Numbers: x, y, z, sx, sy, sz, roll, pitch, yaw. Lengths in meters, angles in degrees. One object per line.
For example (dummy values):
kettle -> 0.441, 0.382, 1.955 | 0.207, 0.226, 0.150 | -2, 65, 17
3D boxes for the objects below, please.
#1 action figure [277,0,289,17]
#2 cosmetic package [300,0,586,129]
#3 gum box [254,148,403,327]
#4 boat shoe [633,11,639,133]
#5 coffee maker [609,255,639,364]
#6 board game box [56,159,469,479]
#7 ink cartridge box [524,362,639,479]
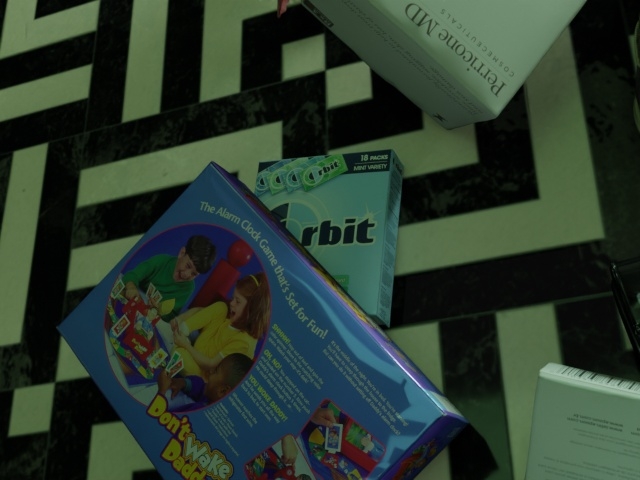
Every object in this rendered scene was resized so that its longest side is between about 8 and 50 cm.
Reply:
action figure -> 0.003, -0.431, 1.070 | 0.275, 0.248, 0.370 | 33, 88, 45
cosmetic package -> 0.183, -0.323, 0.925 | 0.217, 0.156, 0.385 | 37, 83, -11
gum box -> 0.000, 0.000, 0.972 | 0.156, 0.041, 0.185 | -3, 64, 23
boat shoe -> 0.372, -0.256, 0.880 | 0.132, 0.130, 0.356 | 4, 67, 25
coffee maker -> 0.337, 0.039, 0.773 | 0.178, 0.120, 0.171 | -18, 35, 14
board game box -> -0.067, 0.124, 0.881 | 0.233, 0.078, 0.347 | -46, 62, 5
ink cartridge box -> 0.264, 0.224, 0.713 | 0.223, 0.045, 0.224 | 10, 101, 27
